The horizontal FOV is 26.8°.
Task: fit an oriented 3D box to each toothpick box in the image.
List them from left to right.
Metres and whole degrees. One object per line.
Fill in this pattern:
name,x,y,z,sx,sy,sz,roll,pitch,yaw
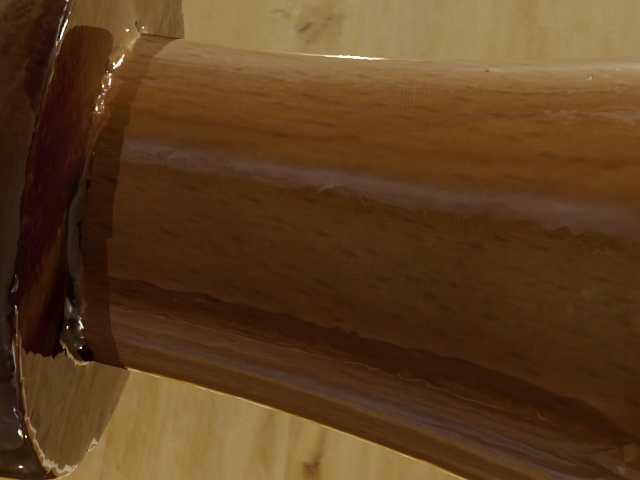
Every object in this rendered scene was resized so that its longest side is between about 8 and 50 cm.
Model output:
toothpick box,0.000,0.000,0.433,0.294,0.192,0.192,11,-87,6
